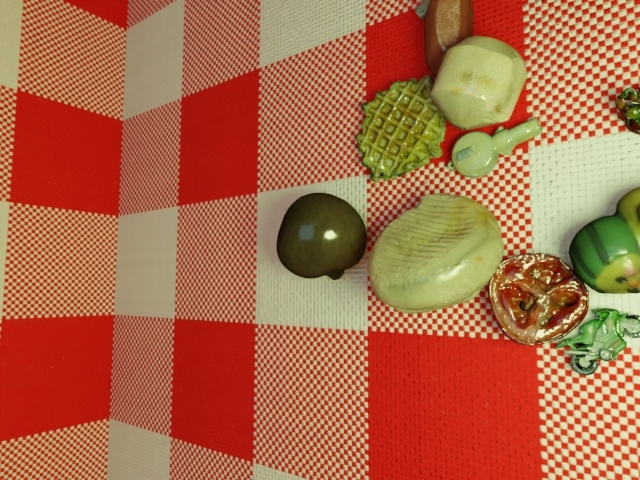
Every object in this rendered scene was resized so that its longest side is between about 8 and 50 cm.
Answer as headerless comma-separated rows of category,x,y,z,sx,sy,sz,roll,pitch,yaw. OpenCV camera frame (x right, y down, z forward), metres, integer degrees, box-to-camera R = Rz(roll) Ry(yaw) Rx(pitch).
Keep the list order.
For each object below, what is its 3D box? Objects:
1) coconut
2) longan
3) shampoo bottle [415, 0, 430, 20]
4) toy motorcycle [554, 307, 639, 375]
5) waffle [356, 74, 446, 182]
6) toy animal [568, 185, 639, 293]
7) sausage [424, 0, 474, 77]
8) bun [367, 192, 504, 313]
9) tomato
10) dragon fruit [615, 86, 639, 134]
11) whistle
coconut,0.407,-0.392,1.264,0.241,0.241,0.241,-5,83,38
longan,0.000,0.000,1.535,0.300,0.243,0.301,13,125,19
shampoo bottle,0.372,-0.736,1.429,0.212,0.049,0.072,-36,40,31
toy motorcycle,0.639,0.220,1.116,0.190,0.074,0.106,-49,52,22
waffle,0.243,-0.337,1.480,0.317,0.073,0.298,-15,77,38
toy animal,0.697,-0.016,1.024,0.338,0.216,0.191,-37,37,33
sausage,0.360,-0.590,1.372,0.148,0.148,0.255,-3,87,38
bun,0.296,0.055,1.260,0.365,0.219,0.365,-29,27,17
tomato,0.527,0.148,1.194,0.227,0.101,0.228,-7,74,25
dragon fruit,0.731,-0.278,1.079,0.142,0.174,0.139,153,125,-65
whistle,0.457,-0.250,1.308,0.257,0.067,0.126,-23,73,32
